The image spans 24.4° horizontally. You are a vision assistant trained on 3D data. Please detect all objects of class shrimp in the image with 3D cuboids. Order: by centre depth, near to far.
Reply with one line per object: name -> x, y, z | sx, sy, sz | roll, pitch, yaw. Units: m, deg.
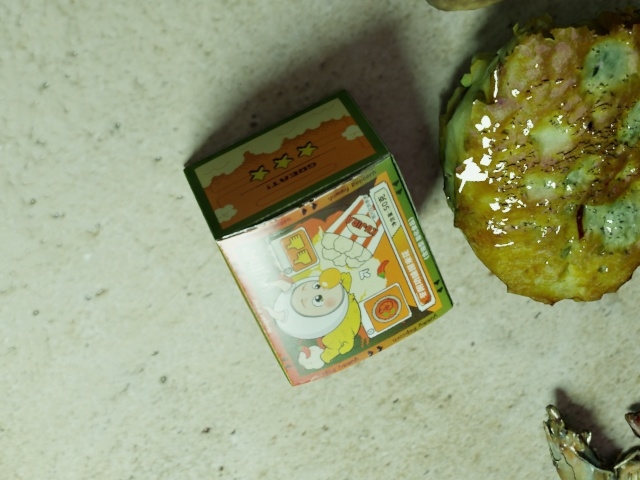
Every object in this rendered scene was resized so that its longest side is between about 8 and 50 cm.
shrimp -> 0.336, 0.248, 1.733 | 0.143, 0.052, 0.251 | -44, 133, -3

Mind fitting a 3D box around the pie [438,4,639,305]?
pie -> 0.258, -0.087, 1.455 | 0.288, 0.103, 0.354 | -20, 130, -8

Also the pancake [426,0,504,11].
pancake -> 0.143, -0.291, 1.335 | 0.190, 0.020, 0.184 | 7, 117, -24

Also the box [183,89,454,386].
box -> 0.000, 0.000, 1.386 | 0.177, 0.148, 0.195 | -26, 126, -2
